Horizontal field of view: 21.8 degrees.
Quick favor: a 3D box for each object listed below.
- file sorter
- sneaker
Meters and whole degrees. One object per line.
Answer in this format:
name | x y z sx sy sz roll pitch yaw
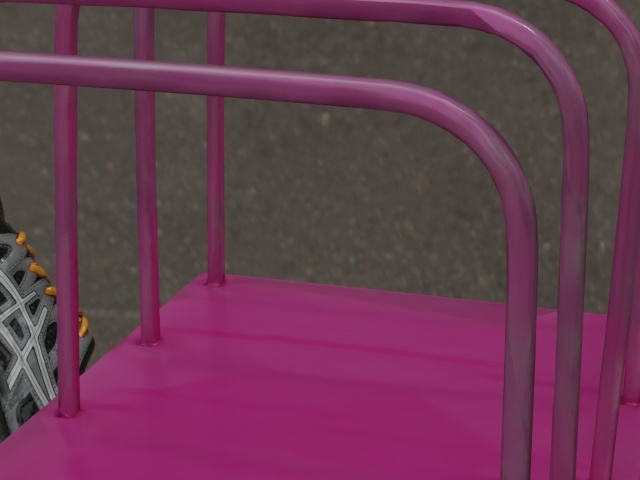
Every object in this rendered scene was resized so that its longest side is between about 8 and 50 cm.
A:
file sorter | 0.000 0.000 0.513 0.202 0.182 0.291 6 20 17
sneaker | -0.162 0.047 0.884 0.083 0.084 0.214 -13 90 -13
